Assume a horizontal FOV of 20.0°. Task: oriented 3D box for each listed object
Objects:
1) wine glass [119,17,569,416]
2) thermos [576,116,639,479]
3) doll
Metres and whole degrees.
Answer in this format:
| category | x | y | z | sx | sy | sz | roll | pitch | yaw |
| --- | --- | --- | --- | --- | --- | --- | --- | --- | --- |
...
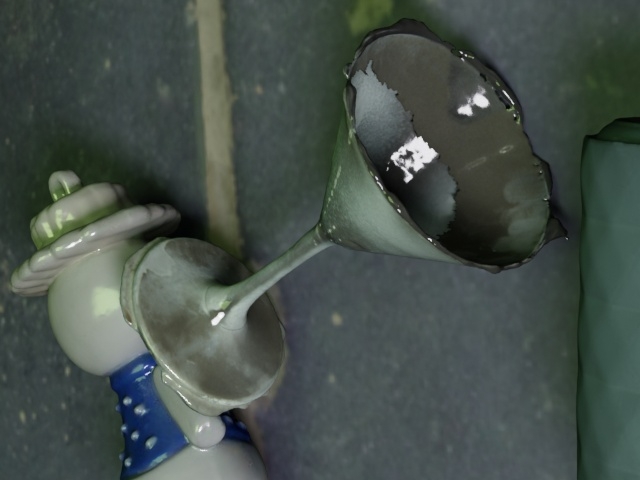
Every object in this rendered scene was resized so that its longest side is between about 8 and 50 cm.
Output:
| category | x | y | z | sx | sy | sz | roll | pitch | yaw |
| --- | --- | --- | --- | --- | --- | --- | --- | --- | --- |
| wine glass | 0.000 | 0.000 | 1.020 | 0.232 | 0.156 | 0.156 | -36 | 71 | 39 |
| thermos | 0.185 | 0.084 | 0.876 | 0.182 | 0.145 | 0.287 | -155 | 66 | -70 |
| doll | -0.106 | 0.088 | 1.137 | 0.293 | 0.119 | 0.138 | 65 | 157 | 10 |
